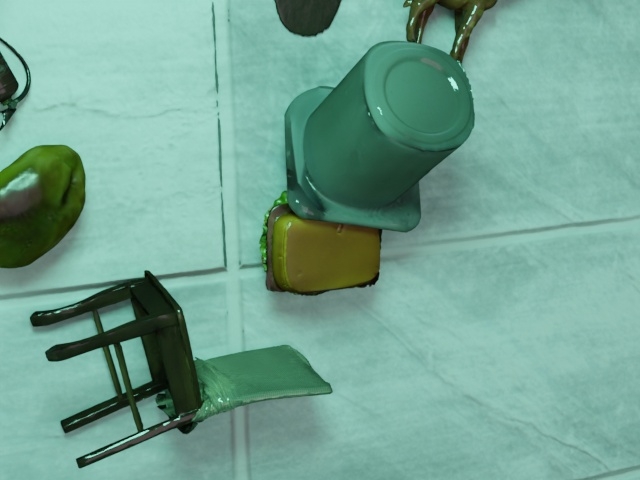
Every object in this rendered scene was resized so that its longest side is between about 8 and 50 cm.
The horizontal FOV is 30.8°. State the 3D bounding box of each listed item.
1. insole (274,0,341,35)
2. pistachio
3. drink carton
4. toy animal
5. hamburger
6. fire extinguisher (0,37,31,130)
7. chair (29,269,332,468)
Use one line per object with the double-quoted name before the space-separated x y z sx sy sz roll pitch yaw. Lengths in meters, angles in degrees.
"insole" -0.003 -0.416 1.427 0.111 0.007 0.328 5 99 -26
"pistachio" -0.340 -0.030 1.308 0.189 0.100 0.110 -35 109 -15
"drink carton" 0.069 -0.136 1.386 0.185 0.189 0.191 7 66 -18
"toy animal" 0.222 -0.319 1.515 0.224 0.066 0.230 26 85 -26
"hamburger" 0.000 0.000 1.471 0.165 0.087 0.137 -1 101 -25
"fire extinguisher" -0.370 -0.206 1.292 0.078 0.045 0.157 -41 115 -35
"chair" -0.162 0.135 1.391 0.319 0.160 0.186 -17 109 -17
